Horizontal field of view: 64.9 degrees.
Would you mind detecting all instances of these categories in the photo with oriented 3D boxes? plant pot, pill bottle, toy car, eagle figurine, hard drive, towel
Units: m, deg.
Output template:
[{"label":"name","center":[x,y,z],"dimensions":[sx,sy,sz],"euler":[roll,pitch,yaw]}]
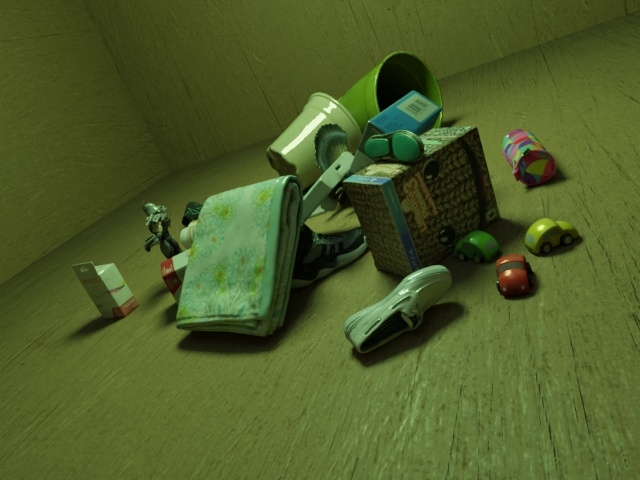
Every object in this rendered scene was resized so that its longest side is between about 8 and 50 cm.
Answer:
[{"label":"plant pot","center":[0.243,-0.527,2.056],"dimensions":[0.366,0.367,0.353],"euler":[-36,18,-31]},{"label":"pill bottle","center":[-0.390,-0.026,1.787],"dimensions":[0.214,0.117,0.117],"euler":[-12,23,26]},{"label":"toy car","center":[0.358,0.013,1.004],"dimensions":[0.239,0.053,0.225],"euler":[-35,24,-29]},{"label":"eagle figurine","center":[0.081,-0.234,1.689],"dimensions":[0.225,0.226,0.298],"euler":[7,28,-26]},{"label":"plant pot","center":[-0.038,-0.371,2.050],"dimensions":[0.305,0.334,0.333],"euler":[-43,26,-17]},{"label":"hard drive","center":[-0.048,-0.079,1.408],"dimensions":[0.353,0.047,0.233],"euler":[-48,3,34]},{"label":"towel","center":[-0.200,0.039,1.203],"dimensions":[0.320,0.090,0.375],"euler":[-6,66,37]}]

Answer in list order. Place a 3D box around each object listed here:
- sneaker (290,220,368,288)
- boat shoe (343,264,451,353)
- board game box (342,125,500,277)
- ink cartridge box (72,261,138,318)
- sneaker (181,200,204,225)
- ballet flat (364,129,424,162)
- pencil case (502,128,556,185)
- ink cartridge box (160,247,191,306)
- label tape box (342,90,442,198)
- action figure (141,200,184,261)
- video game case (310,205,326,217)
[{"label":"sneaker","center":[0.000,0.000,1.267],"dimensions":[0.268,0.153,0.101],"euler":[-30,22,-18]},{"label":"boat shoe","center":[0.153,0.134,0.914],"dimensions":[0.226,0.083,0.076],"euler":[-35,33,1]},{"label":"board game box","center":[0.235,-0.093,1.139],"dimensions":[0.291,0.232,0.141],"euler":[-33,23,-22]},{"label":"ink cartridge box","center":[-0.663,0.140,1.551],"dimensions":[0.115,0.198,0.067],"euler":[-9,25,33]},{"label":"sneaker","center":[-0.503,-0.107,2.175],"dimensions":[0.267,0.101,0.106],"euler":[-1,52,44]},{"label":"ballet flat","center":[0.170,-0.203,1.066],"dimensions":[0.070,0.070,0.188],"euler":[-32,27,-21]},{"label":"pencil case","center":[0.544,-0.224,1.332],"dimensions":[0.104,0.105,0.236],"euler":[-16,20,18]},{"label":"ink cartridge box","center":[-0.342,0.094,1.428],"dimensions":[0.176,0.128,0.127],"euler":[-27,21,-10]},{"label":"label tape box","center":[0.175,-0.207,1.369],"dimensions":[0.106,0.334,0.240],"euler":[37,49,14]},{"label":"action figure","center":[-0.485,0.004,1.573],"dimensions":[0.099,0.285,0.185],"euler":[-19,21,13]},{"label":"video game case","center":[-0.015,-0.111,1.754],"dimensions":[0.087,0.011,0.122],"euler":[-18,21,14]}]
